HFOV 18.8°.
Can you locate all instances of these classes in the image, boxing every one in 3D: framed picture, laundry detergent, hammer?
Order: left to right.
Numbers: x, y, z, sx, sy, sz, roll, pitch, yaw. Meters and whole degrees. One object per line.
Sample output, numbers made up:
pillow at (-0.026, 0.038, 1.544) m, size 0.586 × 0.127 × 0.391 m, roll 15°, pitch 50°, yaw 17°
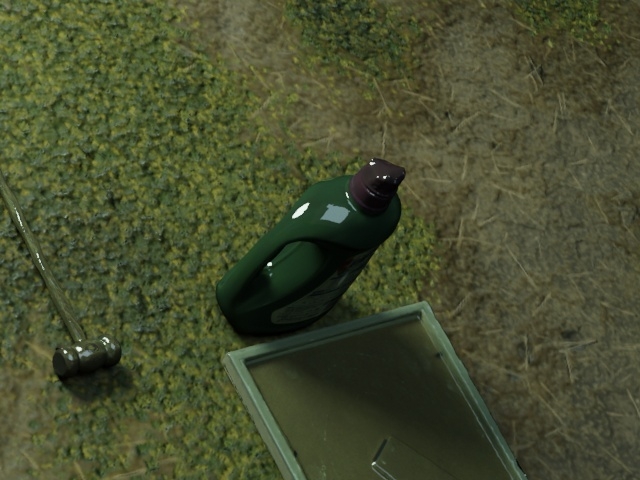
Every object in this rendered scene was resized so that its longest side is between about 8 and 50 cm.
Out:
hammer at (-0.263, -0.007, 1.711) m, size 0.058 × 0.029 × 0.292 m, roll -12°, pitch 62°, yaw -40°
laundry detergent at (0.000, 0.000, 1.727) m, size 0.144 × 0.222 × 0.078 m, roll -11°, pitch 65°, yaw -36°
framed picture at (0.082, 0.219, 1.753) m, size 0.247 × 0.022 × 0.335 m, roll -13°, pitch 65°, yaw -38°
